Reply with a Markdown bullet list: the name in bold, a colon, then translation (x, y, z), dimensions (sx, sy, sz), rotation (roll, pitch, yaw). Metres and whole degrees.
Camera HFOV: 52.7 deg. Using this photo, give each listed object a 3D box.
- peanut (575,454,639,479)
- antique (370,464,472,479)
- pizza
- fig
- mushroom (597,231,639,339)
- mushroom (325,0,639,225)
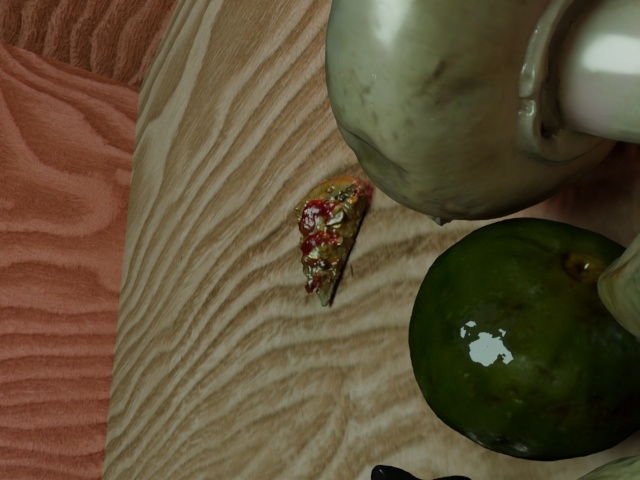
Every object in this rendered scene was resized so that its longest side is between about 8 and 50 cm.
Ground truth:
- **peanut**: translation (0.252, 0.195, 0.346), dimensions (0.298, 0.120, 0.136), rotation (1, 115, 61)
- **antique**: translation (0.064, 0.367, 0.536), dimensions (0.255, 0.185, 0.322), rotation (-98, 17, -50)
- **pizza**: translation (0.000, 0.000, 0.977), dimensions (0.188, 0.062, 0.199), rotation (-23, 59, 59)
- **fig**: translation (0.168, 0.090, 0.520), dimensions (0.245, 0.195, 0.195), rotation (81, -176, -59)
- **mushroom**: translation (0.278, -0.009, 0.252), dimensions (0.217, 0.212, 0.292), rotation (42, 122, 21)
- **mushroom**: translation (0.179, -0.168, 0.494), dimensions (0.356, 0.315, 0.315), rotation (-17, 55, 17)
